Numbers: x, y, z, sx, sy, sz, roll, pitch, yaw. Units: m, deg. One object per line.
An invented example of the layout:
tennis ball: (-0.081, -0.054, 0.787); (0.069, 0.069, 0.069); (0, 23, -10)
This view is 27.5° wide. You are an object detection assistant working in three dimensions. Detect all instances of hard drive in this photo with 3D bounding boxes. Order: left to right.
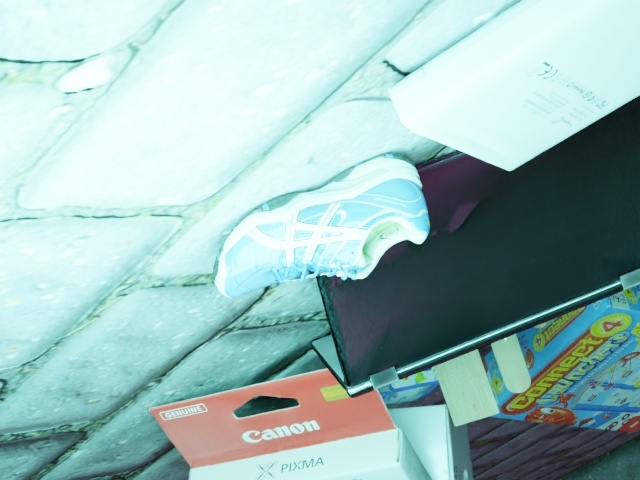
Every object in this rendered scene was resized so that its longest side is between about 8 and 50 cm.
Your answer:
hard drive: (0.254, -0.178, 1.060); (0.353, 0.047, 0.233); (-31, 159, 24)

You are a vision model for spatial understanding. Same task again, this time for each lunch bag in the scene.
lunch bag: (0.108, 0.156, 1.725); (0.129, 0.096, 0.151); (-5, 145, -41)

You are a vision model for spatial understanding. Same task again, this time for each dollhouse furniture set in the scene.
dollhouse furniture set: (0.219, 0.133, 1.637); (0.144, 0.123, 0.151); (-18, -172, 11)

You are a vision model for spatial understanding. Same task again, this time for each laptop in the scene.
laptop: (0.161, -0.010, 1.450); (0.382, 0.236, 0.408); (-20, -171, -6)

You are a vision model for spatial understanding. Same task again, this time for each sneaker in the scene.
sneaker: (0.000, 0.000, 1.175); (0.211, 0.081, 0.080); (-28, 150, 7)

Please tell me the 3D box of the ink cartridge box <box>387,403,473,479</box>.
ink cartridge box: (0.051, 0.313, 1.862); (0.306, 0.131, 0.226); (-7, 167, 12)

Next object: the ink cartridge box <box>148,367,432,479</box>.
ink cartridge box: (-0.036, 0.286, 1.649); (0.296, 0.066, 0.261); (-14, 131, 18)

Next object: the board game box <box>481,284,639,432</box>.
board game box: (0.436, 0.165, 1.947); (0.302, 0.086, 0.308); (9, 139, -29)
